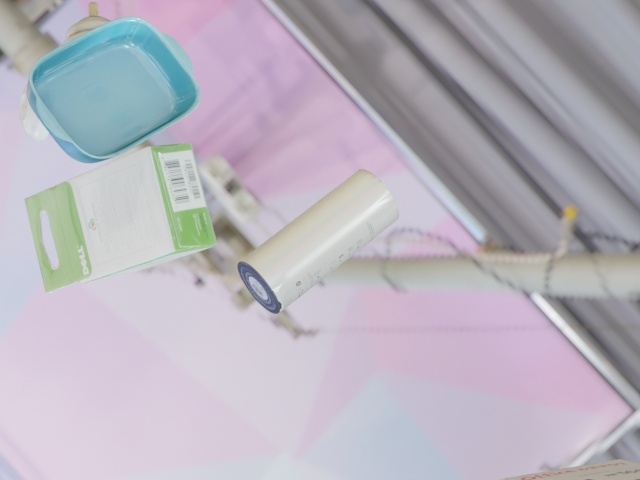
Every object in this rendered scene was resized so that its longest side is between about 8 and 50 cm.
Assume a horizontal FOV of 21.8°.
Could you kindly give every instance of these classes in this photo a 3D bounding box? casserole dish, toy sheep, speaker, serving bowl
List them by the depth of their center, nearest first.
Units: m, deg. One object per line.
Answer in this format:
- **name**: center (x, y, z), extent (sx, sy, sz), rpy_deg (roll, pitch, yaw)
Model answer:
- **speaker**: center (0.000, 0.000, 1.369), extent (0.136, 0.055, 0.055), rpy_deg (-38, 178, -19)
- **casserole dish**: center (-0.192, -0.134, 1.519), extent (0.188, 0.114, 0.037), rpy_deg (-37, 178, -43)
- **toy sheep**: center (-0.262, -0.215, 1.931), extent (0.091, 0.132, 0.091), rpy_deg (-10, 164, -3)
- **serving bowl**: center (-0.359, -0.166, 2.074), extent (0.027, 0.083, 0.083), rpy_deg (3, 155, -26)

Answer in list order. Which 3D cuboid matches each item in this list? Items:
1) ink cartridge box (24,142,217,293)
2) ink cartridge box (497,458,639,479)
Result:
- **ink cartridge box**: center (-0.208, -0.021, 1.702), extent (0.209, 0.109, 0.062), rpy_deg (-18, 175, 41)
- **ink cartridge box**: center (0.257, 0.237, 1.335), extent (0.148, 0.086, 0.203), rpy_deg (-3, -177, -32)
